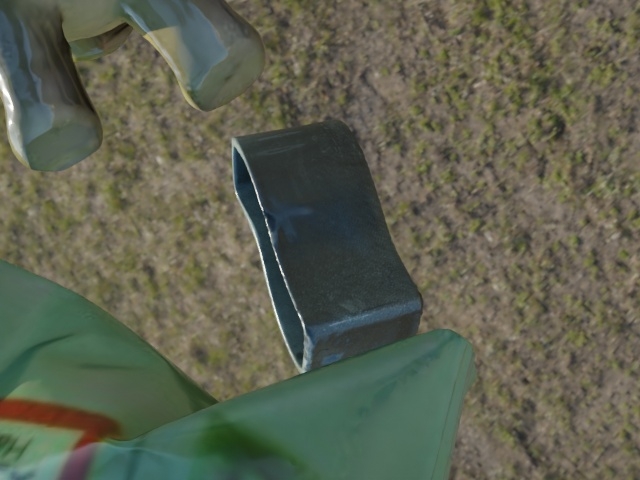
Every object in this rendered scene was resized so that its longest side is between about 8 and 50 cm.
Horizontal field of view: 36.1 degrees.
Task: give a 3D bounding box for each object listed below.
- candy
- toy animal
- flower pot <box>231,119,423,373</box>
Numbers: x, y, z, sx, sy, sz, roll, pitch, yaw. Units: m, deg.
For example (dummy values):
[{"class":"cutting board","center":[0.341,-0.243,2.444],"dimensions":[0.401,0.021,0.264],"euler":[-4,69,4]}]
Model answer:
[{"class":"candy","center":[-0.133,0.131,0.467],"dimensions":[0.397,0.263,0.172],"euler":[10,155,21]},{"class":"toy animal","center":[-0.111,-0.116,0.361],"dimensions":[0.169,0.121,0.233],"euler":[54,163,14]},{"class":"flower pot","center":[0.000,0.000,0.877],"dimensions":[0.103,0.108,0.229],"euler":[104,150,-61]}]
